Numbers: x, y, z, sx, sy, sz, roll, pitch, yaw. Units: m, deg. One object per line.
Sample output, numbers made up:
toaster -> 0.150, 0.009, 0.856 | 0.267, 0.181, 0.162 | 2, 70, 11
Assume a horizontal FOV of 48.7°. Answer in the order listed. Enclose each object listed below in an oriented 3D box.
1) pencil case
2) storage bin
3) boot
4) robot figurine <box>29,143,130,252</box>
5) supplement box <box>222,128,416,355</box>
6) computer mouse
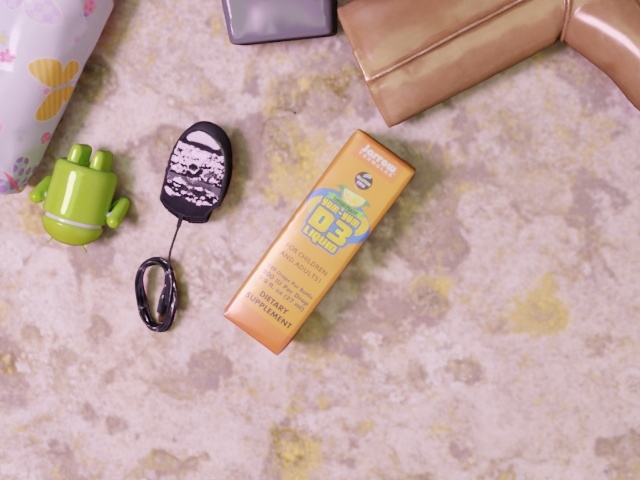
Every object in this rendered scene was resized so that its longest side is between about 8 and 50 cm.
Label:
pencil case -> -0.322, -0.186, 0.747 | 0.124, 0.113, 0.273 | 29, 97, 17
storage bin -> -0.041, -0.248, 0.713 | 0.135, 0.098, 0.091 | -4, 103, 9
boot -> 0.182, -0.176, 0.685 | 0.269, 0.089, 0.236 | -23, 80, 10
robot figurine -> -0.262, -0.046, 0.769 | 0.101, 0.067, 0.115 | 17, 96, -4
supplement box -> 0.000, 0.000, 0.725 | 0.078, 0.080, 0.233 | 36, 96, 3
computer mouse -> -0.150, -0.013, 0.773 | 0.071, 0.041, 0.242 | 22, 103, 6
